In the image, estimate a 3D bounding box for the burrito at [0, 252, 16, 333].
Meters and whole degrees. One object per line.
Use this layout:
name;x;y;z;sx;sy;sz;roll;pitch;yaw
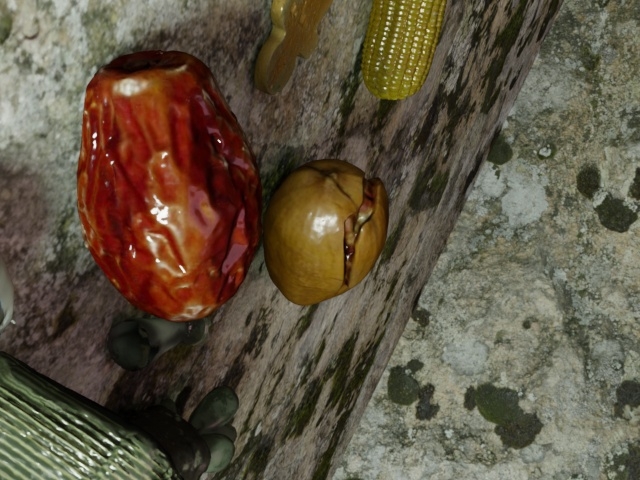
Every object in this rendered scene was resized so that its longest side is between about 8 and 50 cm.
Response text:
burrito;-0.400;0.171;0.600;0.445;0.101;0.139;-58;157;-20

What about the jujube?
jujube;-0.163;-0.051;0.829;0.197;0.197;0.290;-43;136;-48

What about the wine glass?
wine glass;-0.219;0.129;1.073;0.155;0.072;0.072;-13;125;-67

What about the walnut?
walnut;0.000;0.000;1.311;0.209;0.209;0.336;-49;168;-39

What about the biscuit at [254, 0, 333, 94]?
biscuit;-0.031;-0.312;1.082;0.234;0.030;0.153;-64;160;-3

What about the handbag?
handbag;-0.291;0.275;0.779;0.240;0.247;0.340;-56;172;-22

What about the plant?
plant;-0.224;0.318;1.183;0.146;0.149;0.275;-55;162;20

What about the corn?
corn;0.147;-0.402;1.296;0.131;0.131;0.344;-46;152;-44
